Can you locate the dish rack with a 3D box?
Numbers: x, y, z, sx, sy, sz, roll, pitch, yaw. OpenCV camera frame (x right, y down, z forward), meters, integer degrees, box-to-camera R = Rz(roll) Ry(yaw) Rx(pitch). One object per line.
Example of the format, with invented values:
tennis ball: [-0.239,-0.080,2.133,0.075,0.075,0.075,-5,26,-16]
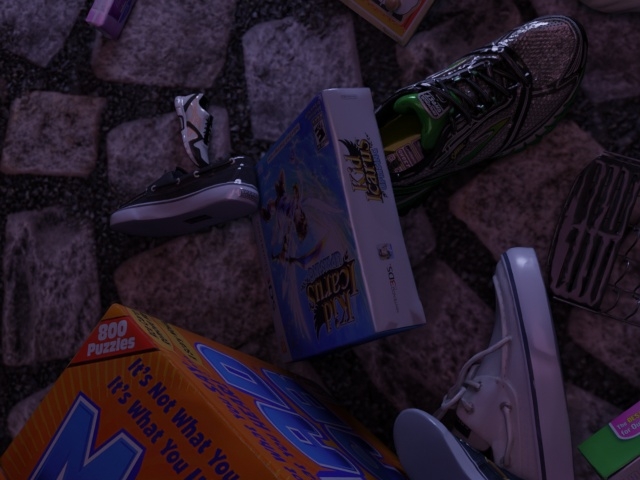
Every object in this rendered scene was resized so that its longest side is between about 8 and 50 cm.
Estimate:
dish rack: [0.402,0.014,0.840,0.272,0.074,0.208,19,85,14]

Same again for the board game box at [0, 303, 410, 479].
board game box: [-0.084,0.338,0.694,0.356,0.356,0.356,36,90,37]

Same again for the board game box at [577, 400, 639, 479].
board game box: [0.458,0.209,0.753,0.317,0.064,0.242,-38,105,4]

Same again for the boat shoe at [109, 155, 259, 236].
boat shoe: [-0.174,-0.059,0.948,0.229,0.080,0.076,-13,68,35]

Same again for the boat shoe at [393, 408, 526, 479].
boat shoe: [0.154,0.241,0.757,0.183,0.083,0.065,45,114,37]

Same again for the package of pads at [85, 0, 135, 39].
package of pads: [-0.287,-0.326,1.043,0.032,0.050,0.083,24,88,14]

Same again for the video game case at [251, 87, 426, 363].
video game case: [0.000,0.000,0.834,0.061,0.269,0.244,-9,78,-24]

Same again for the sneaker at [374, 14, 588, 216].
sneaker: [0.165,-0.143,0.875,0.344,0.146,0.134,-37,77,4]

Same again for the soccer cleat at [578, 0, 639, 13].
soccer cleat: [0.390,-0.296,0.886,0.196,0.076,0.068,22,87,14]

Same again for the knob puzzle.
knob puzzle: [0.086,-0.369,0.934,0.213,0.030,0.213,11,111,29]

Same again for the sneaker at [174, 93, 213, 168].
sneaker: [-0.161,-0.147,0.997,0.044,0.040,0.109,-16,79,7]

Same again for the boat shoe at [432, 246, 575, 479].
boat shoe: [0.193,0.195,0.838,0.157,0.136,0.366,-6,90,14]
